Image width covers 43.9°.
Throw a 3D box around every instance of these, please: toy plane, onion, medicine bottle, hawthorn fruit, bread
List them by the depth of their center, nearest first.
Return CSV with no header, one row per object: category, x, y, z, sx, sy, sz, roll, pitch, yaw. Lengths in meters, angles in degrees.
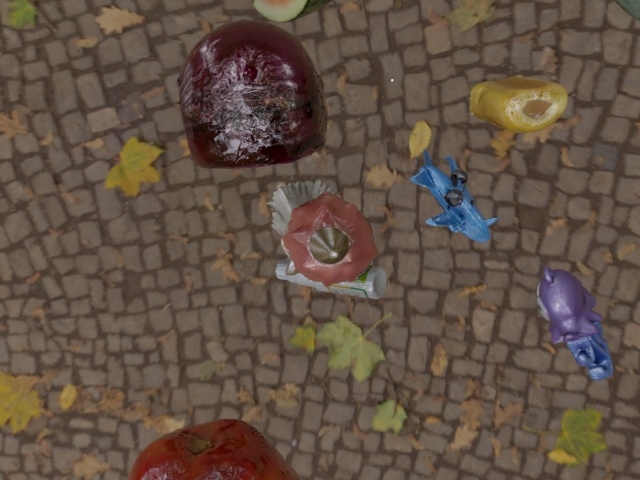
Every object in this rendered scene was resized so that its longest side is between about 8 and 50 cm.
hawthorn fruit,-0.070,0.191,0.544,0.132,0.133,0.138,-12,116,7
bread,0.363,-0.247,1.456,0.134,0.173,0.085,-12,111,-10
onion,-0.134,-0.273,1.468,0.281,0.337,0.260,-9,105,7
medicine bottle,0.021,0.056,1.505,0.220,0.092,0.061,6,140,31
toy plane,0.326,-0.094,1.912,0.271,0.254,0.105,39,133,-16

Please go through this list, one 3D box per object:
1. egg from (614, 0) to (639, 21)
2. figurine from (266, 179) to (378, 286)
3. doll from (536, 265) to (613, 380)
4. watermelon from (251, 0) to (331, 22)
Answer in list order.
egg,0.285,-0.267,0.600,0.169,0.169,0.237,-3,71,6
figurine,0.000,0.000,1.335,0.166,0.387,0.207,-44,109,3
doll,0.316,0.105,0.973,0.067,0.110,0.206,-23,121,27
watermelon,-0.024,-0.333,0.924,0.063,0.245,0.119,-39,81,-26
